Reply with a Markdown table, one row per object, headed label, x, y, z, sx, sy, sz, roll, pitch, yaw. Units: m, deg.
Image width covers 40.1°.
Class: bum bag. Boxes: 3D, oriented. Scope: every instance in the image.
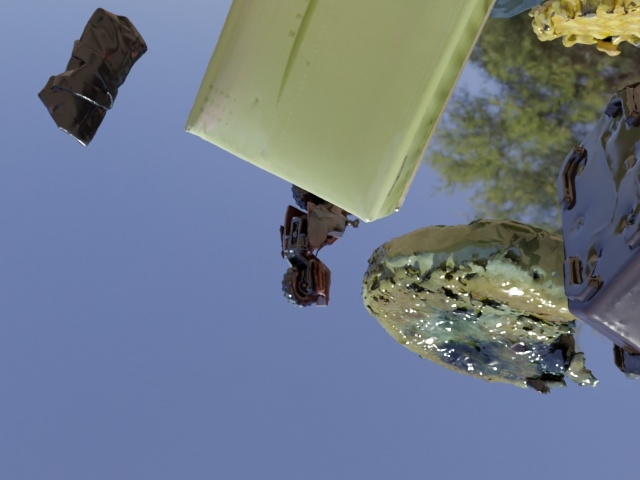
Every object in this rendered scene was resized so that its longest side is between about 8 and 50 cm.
| label | x | y | z | sx | sy | sz | roll | pitch | yaw |
| --- | --- | --- | --- | --- | --- | --- | --- | --- | --- |
| bum bag | -0.183 | -0.137 | 0.714 | 0.034 | 0.058 | 0.124 | -15 | -134 | 43 |

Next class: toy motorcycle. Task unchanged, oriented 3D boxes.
| label | x | y | z | sx | sy | sz | roll | pitch | yaw |
| --- | --- | --- | --- | --- | --- | --- | --- | --- | --- |
| toy motorcycle | 0.000 | 0.000 | 1.331 | 0.118 | 0.212 | 0.084 | 14 | 167 | -39 |

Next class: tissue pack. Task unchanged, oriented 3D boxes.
| label | x | y | z | sx | sy | sz | roll | pitch | yaw |
| --- | --- | --- | --- | --- | --- | --- | --- | --- | --- |
| tissue pack | 0.026 | -0.152 | 0.620 | 0.159 | 0.234 | 0.125 | 28 | -164 | 11 |

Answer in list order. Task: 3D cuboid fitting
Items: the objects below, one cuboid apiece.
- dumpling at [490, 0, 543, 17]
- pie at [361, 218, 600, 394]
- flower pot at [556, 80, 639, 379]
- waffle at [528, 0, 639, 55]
| label | x | y | z | sx | sy | sz | roll | pitch | yaw |
| --- | --- | --- | --- | --- | --- | --- | --- | --- | --- |
| dumpling | 0.184 | -0.329 | 0.947 | 0.108 | 0.219 | 0.152 | -48 | -141 | -16 |
| pie | 0.192 | 0.084 | 1.040 | 0.296 | 0.371 | 0.078 | 13 | -117 | 18 |
| flower pot | 0.249 | -0.025 | 0.679 | 0.084 | 0.179 | 0.251 | 23 | -139 | -7 |
| waffle | 0.424 | -0.308 | 1.211 | 0.262 | 0.060 | 0.280 | 3 | 180 | 22 |
